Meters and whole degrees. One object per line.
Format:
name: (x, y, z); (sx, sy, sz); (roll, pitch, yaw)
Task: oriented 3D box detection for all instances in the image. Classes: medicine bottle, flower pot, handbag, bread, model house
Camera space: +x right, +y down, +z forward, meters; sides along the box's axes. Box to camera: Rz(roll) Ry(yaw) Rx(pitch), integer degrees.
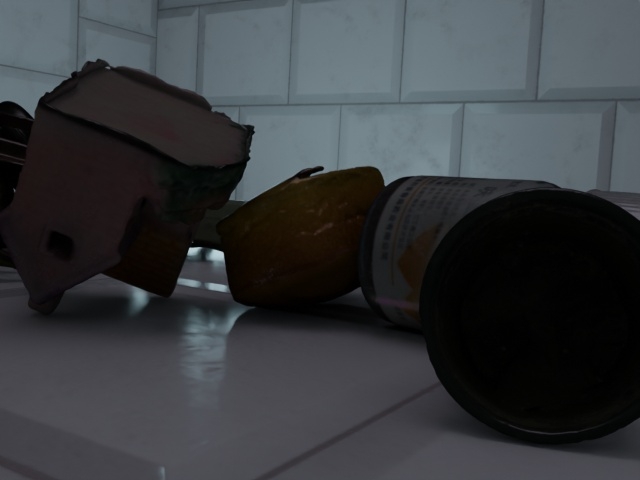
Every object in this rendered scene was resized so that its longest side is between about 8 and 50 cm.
medicine bottle: (0.184, 0.022, 0.684); (0.273, 0.165, 0.165); (7, 6, 41)
flower pot: (0.152, 0.053, 0.479); (0.157, 0.157, 0.107); (5, -9, 18)
handbag: (-0.536, -0.127, 1.350); (0.093, 0.308, 0.254); (-40, 18, -22)
bread: (0.000, 0.000, 0.839); (0.195, 0.142, 0.270); (-25, -3, 31)
model house: (-0.210, -0.036, 0.768); (0.202, 0.237, 0.237); (23, 21, -12)
handbag: (-0.188, -0.026, 1.363); (0.316, 0.109, 0.253); (1, -3, -28)

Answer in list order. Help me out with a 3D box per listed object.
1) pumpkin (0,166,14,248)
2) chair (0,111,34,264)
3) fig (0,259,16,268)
pumpkin: (-0.706, -0.103, 1.299); (0.325, 0.232, 0.242); (7, 2, 5)
chair: (-0.483, -0.087, 0.915); (0.326, 0.183, 0.175); (17, 18, -21)
fig: (-0.538, -0.004, 1.031); (0.245, 0.149, 0.149); (26, 14, 22)
